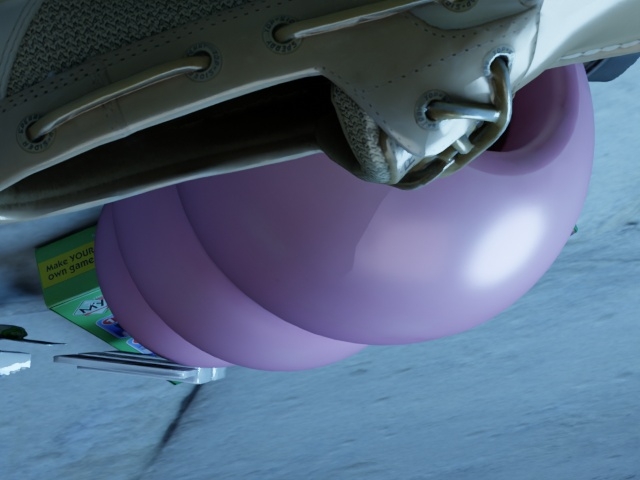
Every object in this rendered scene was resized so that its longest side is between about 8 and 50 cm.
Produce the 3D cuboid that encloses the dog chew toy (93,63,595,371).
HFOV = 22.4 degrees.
[{"bbox_3d":[-0.012,-0.024,0.837,0.206,0.207,0.332,-1,161,-32],"label":"dog chew toy"}]

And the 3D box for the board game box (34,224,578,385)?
[{"bbox_3d":[0.000,0.000,1.077,0.317,0.046,0.213,-21,155,10],"label":"board game box"}]

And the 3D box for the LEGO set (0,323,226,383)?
[{"bbox_3d":[-0.190,0.084,0.989,0.244,0.060,0.182,7,177,4],"label":"LEGO set"}]

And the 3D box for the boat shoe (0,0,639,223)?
[{"bbox_3d":[0.026,-0.070,0.614,0.341,0.110,0.122,-9,162,1],"label":"boat shoe"}]

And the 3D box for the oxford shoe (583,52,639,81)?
[{"bbox_3d":[0.136,-0.145,0.806,0.096,0.083,0.227,-4,153,-18],"label":"oxford shoe"}]
